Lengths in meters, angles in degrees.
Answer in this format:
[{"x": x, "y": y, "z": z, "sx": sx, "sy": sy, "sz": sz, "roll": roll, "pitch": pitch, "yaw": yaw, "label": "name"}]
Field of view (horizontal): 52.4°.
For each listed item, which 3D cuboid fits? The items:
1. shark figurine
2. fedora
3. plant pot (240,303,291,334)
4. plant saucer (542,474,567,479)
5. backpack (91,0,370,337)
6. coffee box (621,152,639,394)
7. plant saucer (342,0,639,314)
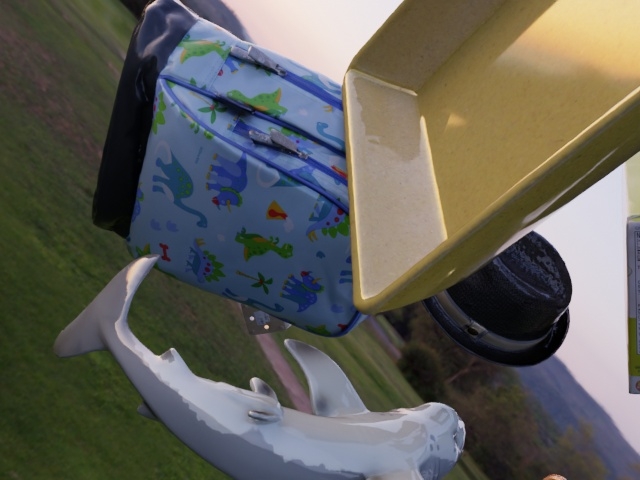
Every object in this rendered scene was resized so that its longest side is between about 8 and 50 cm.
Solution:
[{"x": -0.042, "y": 0.125, "z": 0.380, "sx": 0.278, "sy": 0.116, "sz": 0.166, "roll": 23, "pitch": 21, "yaw": -7, "label": "shark figurine"}, {"x": 0.345, "y": 0.063, "z": 1.212, "sx": 0.334, "sy": 0.334, "sz": 0.152, "roll": 50, "pitch": -32, "yaw": 14, "label": "fedora"}, {"x": -0.101, "y": 0.121, "z": 1.243, "sx": 0.096, "sy": 0.109, "sz": 0.109, "roll": -83, "pitch": 163, "yaw": -65, "label": "plant pot"}, {"x": 0.466, "y": 0.512, "z": 1.304, "sx": 0.013, "sy": 0.083, "sz": 0.083, "roll": 31, "pitch": 12, "yaw": -23, "label": "plant saucer"}, {"x": -0.055, "y": -0.055, "z": 0.709, "sx": 0.355, "sy": 0.290, "sz": 0.273, "roll": 17, "pitch": 39, "yaw": -15, "label": "backpack"}, {"x": 0.669, "y": 0.021, "z": 1.040, "sx": 0.337, "sy": 0.338, "sz": 0.334, "roll": -56, "pitch": 137, "yaw": -52, "label": "coffee box"}, {"x": 0.152, "y": -0.138, "z": 0.485, "sx": 0.081, "sy": 0.333, "sz": 0.332, "roll": 28, "pitch": 38, "yaw": -26, "label": "plant saucer"}]
